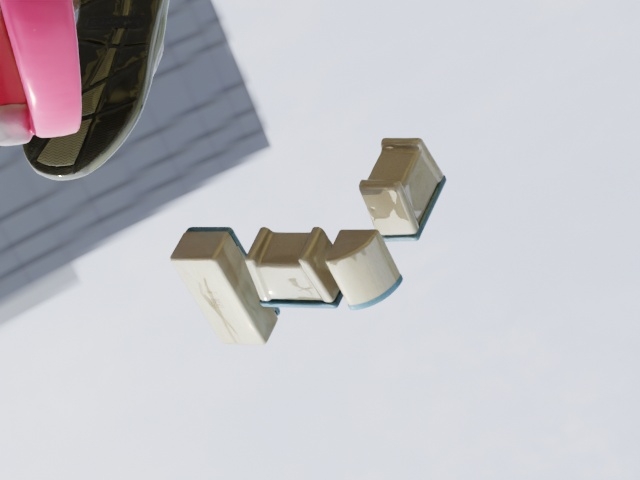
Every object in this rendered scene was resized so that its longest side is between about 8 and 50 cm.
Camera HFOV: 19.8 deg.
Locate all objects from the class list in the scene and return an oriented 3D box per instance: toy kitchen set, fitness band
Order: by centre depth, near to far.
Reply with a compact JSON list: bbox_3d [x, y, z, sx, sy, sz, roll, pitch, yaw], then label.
[{"bbox_3d":[-0.195,-0.183,1.112,0.054,0.209,0.291,-11,-145,-13],"label":"fitness band"},{"bbox_3d":[0.000,0.000,1.704,0.207,0.122,0.166,1,-134,31],"label":"toy kitchen set"}]

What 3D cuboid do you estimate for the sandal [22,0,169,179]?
[{"bbox_3d":[-0.209,-0.181,1.871,0.120,0.086,0.303,8,-123,17],"label":"sandal"}]

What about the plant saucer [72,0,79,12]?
[{"bbox_3d":[-0.365,-0.337,2.202,0.198,0.036,0.199,-3,-112,6],"label":"plant saucer"}]
